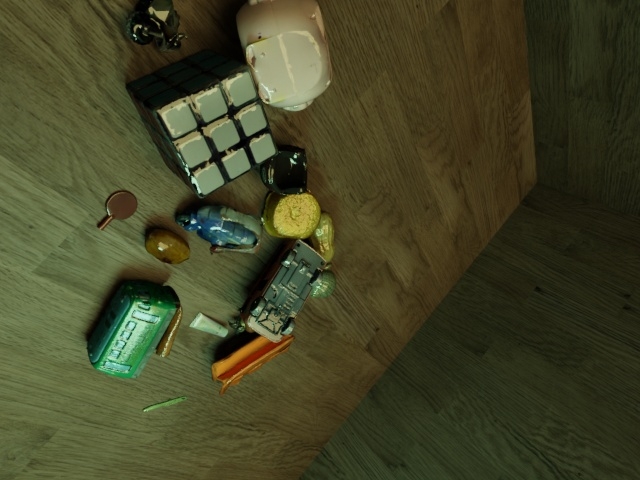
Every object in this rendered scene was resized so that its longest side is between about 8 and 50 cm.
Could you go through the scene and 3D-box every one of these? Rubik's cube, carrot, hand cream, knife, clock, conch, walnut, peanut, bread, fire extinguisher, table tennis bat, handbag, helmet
[{"bbox_3d":[-0.357,-0.367,1.268,0.301,0.305,0.304,-35,137,-19],"label":"Rubik's cube"},{"bbox_3d":[-0.614,0.372,1.707,0.057,0.057,0.224,19,97,-48],"label":"carrot"},{"bbox_3d":[-0.491,0.380,1.832,0.174,0.047,0.076,37,89,-40],"label":"hand cream"},{"bbox_3d":[-0.709,0.750,1.884,0.207,0.014,0.030,-3,116,-43],"label":"knife"},{"bbox_3d":[-0.102,-0.613,1.289,0.250,0.377,0.369,-16,133,3],"label":"clock"},{"bbox_3d":[0.020,0.224,2.137,0.200,0.131,0.172,-44,137,-11],"label":"conch"},{"bbox_3d":[-0.550,0.027,1.500,0.116,0.115,0.207,-52,146,-3],"label":"walnut"},{"bbox_3d":[0.000,0.000,1.958,0.146,0.147,0.306,-23,124,-31],"label":"peanut"},{"bbox_3d":[-0.119,-0.121,1.759,0.268,0.145,0.269,-10,112,-26],"label":"bread"},{"bbox_3d":[-0.263,0.375,1.971,0.375,0.113,0.201,-18,128,-28],"label":"fire extinguisher"},{"bbox_3d":[-0.676,-0.095,1.363,0.155,0.019,0.098,-50,139,-10],"label":"table tennis bat"},{"bbox_3d":[-0.322,0.560,1.979,0.409,0.116,0.304,-29,162,-27],"label":"handbag"},{"bbox_3d":[-0.137,-0.278,1.615,0.215,0.193,0.190,-26,125,-40],"label":"helmet"}]

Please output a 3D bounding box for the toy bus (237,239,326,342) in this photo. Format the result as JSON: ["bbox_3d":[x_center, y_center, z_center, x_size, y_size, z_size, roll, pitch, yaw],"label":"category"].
[{"bbox_3d":[-0.174,0.213,1.809,0.203,0.233,0.427,39,71,-22],"label":"toy bus"}]

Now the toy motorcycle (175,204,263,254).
[{"bbox_3d":[-0.357,-0.067,1.553,0.241,0.182,0.319,-38,144,23],"label":"toy motorcycle"}]

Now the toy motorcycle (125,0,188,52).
[{"bbox_3d":[-0.432,-0.652,1.166,0.159,0.106,0.271,36,78,-52],"label":"toy motorcycle"}]

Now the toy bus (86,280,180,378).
[{"bbox_3d":[-0.688,0.311,1.495,0.199,0.183,0.344,28,94,-43],"label":"toy bus"}]
